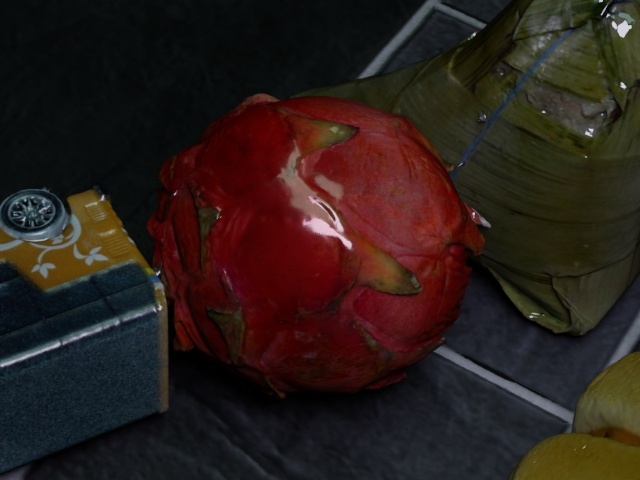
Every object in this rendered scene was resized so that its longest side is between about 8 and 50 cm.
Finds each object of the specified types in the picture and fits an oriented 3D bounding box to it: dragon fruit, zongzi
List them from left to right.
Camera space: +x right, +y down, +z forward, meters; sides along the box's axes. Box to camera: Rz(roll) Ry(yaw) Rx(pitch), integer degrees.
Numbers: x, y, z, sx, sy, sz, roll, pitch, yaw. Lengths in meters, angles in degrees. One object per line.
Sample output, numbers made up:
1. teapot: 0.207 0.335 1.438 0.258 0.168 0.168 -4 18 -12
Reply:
1. dragon fruit: -0.008 0.004 1.398 0.252 0.241 0.241 30 50 2
2. zongzi: 0.122 -0.138 1.484 0.360 0.323 0.160 34 46 26

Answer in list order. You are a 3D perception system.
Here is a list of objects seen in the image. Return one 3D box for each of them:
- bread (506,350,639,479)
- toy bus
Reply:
1. bread: 0.294 0.187 1.272 0.341 0.210 0.300 -35 57 -20
2. toy bus: -0.255 0.084 1.336 0.275 0.138 0.167 -19 50 -22
